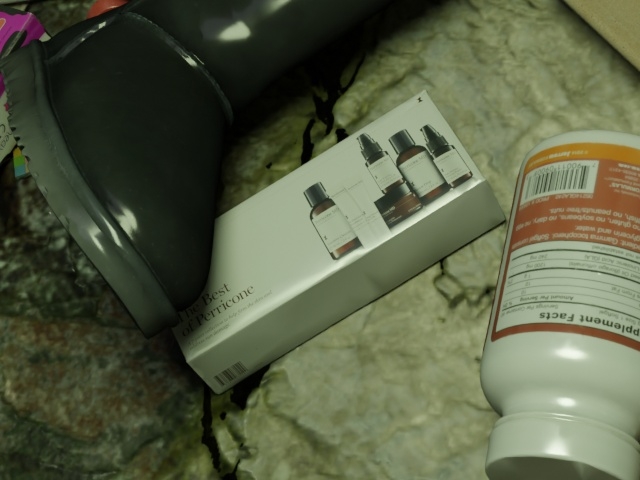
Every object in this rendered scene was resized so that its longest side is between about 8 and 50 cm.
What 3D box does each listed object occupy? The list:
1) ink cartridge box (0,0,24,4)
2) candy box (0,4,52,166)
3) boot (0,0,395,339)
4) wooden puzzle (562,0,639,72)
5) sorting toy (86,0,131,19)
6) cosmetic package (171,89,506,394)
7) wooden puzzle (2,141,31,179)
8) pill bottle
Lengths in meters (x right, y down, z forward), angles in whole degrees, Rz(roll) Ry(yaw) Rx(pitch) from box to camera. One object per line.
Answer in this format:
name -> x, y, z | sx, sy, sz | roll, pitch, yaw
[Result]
ink cartridge box -> -0.210, -0.412, 1.402 | 0.286, 0.166, 0.394 | -4, 58, 21
candy box -> -0.345, -0.132, 1.345 | 0.233, 0.071, 0.159 | 19, 70, 33
boot -> 0.000, -0.160, 1.133 | 0.445, 0.146, 0.367 | -31, 36, -1
wooden puzzle -> 0.369, -0.175, 1.073 | 0.322, 0.080, 0.348 | -37, 49, -2
sorting toy -> -0.147, -0.201, 1.315 | 0.102, 0.061, 0.042 | -22, 44, 7
cosmetic package -> 0.000, 0.000, 1.127 | 0.239, 0.060, 0.099 | -32, 52, 3
wooden puzzle -> -0.227, -0.077, 1.304 | 0.083, 0.006, 0.049 | -19, 55, 11
pill bottle -> 0.165, 0.050, 0.990 | 0.121, 0.121, 0.216 | 2, 62, 24
